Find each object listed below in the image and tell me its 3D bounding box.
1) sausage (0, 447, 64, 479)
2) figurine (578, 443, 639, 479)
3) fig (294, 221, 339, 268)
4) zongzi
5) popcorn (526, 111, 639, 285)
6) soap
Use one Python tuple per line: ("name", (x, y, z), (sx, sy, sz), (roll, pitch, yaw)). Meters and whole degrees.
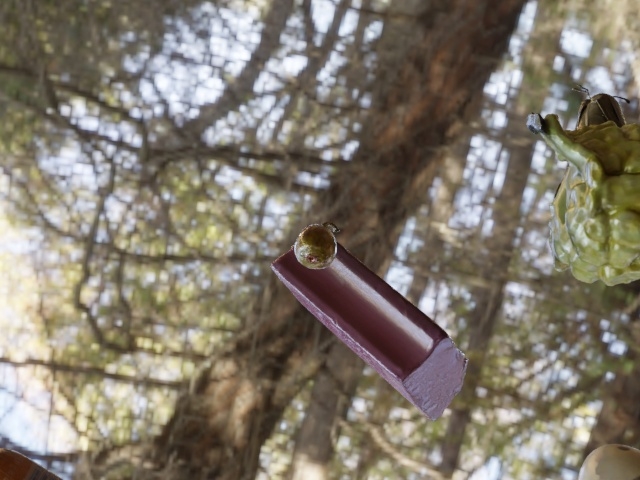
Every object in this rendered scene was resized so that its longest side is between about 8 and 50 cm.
("sausage", (-0.174, 0.291, 1.079), (0.347, 0.053, 0.053), (37, -162, -15))
("figurine", (0.307, 0.357, 0.967), (0.411, 0.241, 0.306), (40, -124, 13))
("fig", (0.000, 0.000, 1.335), (0.050, 0.050, 0.083), (16, -148, 12))
("zongzi", (0.541, -0.163, 2.053), (0.241, 0.248, 0.111), (-4, 153, 46))
("popcorn", (0.461, -0.058, 1.802), (0.237, 0.293, 0.293), (-15, -152, -10))
("soap", (0.097, 0.144, 2.111), (0.359, 0.128, 0.233), (40, 174, 33))
